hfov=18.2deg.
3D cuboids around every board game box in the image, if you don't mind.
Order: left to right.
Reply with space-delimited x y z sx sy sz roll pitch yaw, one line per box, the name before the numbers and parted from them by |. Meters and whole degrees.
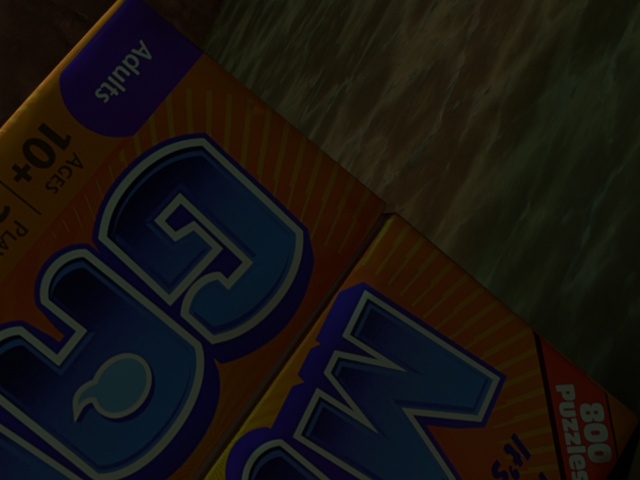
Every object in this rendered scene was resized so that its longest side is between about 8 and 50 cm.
board game box | -0.121 0.162 1.094 0.356 0.356 0.356 -54 6 -30
